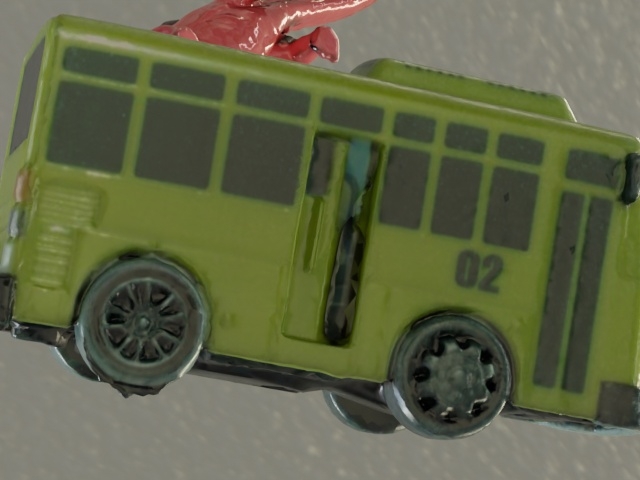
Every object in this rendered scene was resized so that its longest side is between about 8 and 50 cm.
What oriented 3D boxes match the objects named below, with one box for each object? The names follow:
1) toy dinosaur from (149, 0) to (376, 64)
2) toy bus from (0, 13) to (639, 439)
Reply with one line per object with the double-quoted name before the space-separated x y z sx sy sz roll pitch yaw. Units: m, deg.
"toy dinosaur" -0.059 -0.107 1.067 0.139 0.070 0.286 -12 -157 39
"toy bus" 0.000 0.000 0.534 0.175 0.088 0.101 10 -97 -13
